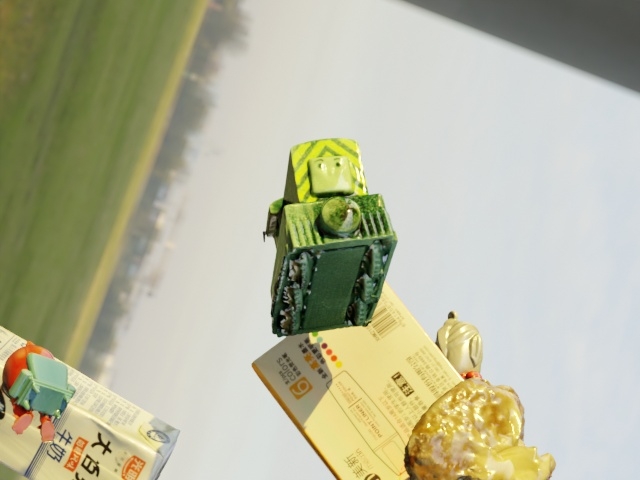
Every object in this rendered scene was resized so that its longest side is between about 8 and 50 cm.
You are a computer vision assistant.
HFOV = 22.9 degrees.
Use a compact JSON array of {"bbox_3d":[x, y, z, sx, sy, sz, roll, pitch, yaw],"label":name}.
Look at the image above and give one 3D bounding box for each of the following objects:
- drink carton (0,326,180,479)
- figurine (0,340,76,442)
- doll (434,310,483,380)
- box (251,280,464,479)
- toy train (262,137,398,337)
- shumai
[{"bbox_3d":[-0.350,0.236,2.041,0.130,0.315,0.106,-59,180,19],"label":"drink carton"},{"bbox_3d":[-0.312,0.154,1.718,0.075,0.068,0.140,-62,-153,12],"label":"figurine"},{"bbox_3d":[0.207,0.185,2.340,0.094,0.079,0.180,-38,-137,38],"label":"doll"},{"bbox_3d":[0.072,0.210,2.100,0.221,0.274,0.091,-35,162,-5],"label":"box"},{"bbox_3d":[0.000,0.000,1.900,0.330,0.139,0.178,103,-21,-66],"label":"toy train"},{"bbox_3d":[0.208,0.264,1.894,0.209,0.153,0.161,-3,117,-47],"label":"shumai"}]
